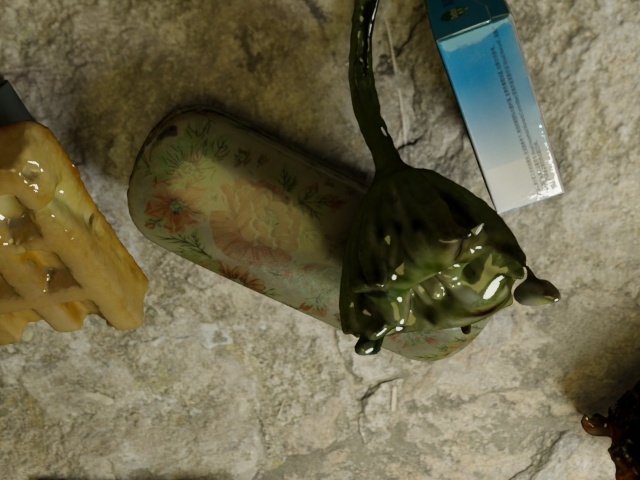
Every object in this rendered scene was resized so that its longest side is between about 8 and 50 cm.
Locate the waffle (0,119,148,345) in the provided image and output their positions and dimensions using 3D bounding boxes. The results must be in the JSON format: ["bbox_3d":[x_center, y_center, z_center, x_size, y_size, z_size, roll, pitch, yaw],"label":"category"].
[{"bbox_3d":[-0.384,0.016,1.017,0.348,0.077,0.304,-11,146,8],"label":"waffle"}]

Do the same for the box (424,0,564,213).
[{"bbox_3d":[0.164,-0.145,0.952,0.073,0.139,0.194,-19,121,11],"label":"box"}]

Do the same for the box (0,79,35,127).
[{"bbox_3d":[-0.348,-0.108,1.002,0.122,0.084,0.069,-20,112,11],"label":"box"}]

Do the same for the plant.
[{"bbox_3d":[0.099,-0.057,0.965,0.180,0.333,0.251,4,153,-15],"label":"plant"}]

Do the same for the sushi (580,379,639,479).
[{"bbox_3d":[0.443,0.268,1.136,0.182,0.343,0.196,-38,120,-1],"label":"sushi"}]

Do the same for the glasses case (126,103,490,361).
[{"bbox_3d":[0.000,0.000,1.066,0.425,0.098,0.156,26,112,-17],"label":"glasses case"}]
